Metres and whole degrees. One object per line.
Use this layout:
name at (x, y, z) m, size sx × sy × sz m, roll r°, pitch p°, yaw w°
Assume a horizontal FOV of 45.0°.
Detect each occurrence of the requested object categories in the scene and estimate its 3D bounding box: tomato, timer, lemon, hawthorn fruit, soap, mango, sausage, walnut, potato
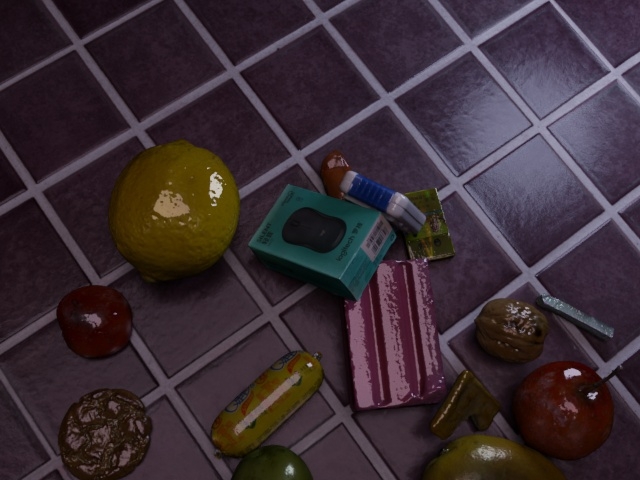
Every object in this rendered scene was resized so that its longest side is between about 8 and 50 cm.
tomato at (-0.548, 0.186, 1.864) m, size 0.173 × 0.099 × 0.189 m, roll -19°, pitch 74°, yaw -9°
timer at (0.154, -0.085, 1.920) m, size 0.178 × 0.253 × 0.078 m, roll 28°, pitch 90°, yaw 22°
lemon at (-0.348, -0.071, 1.859) m, size 0.336 × 0.336 × 0.336 m, roll 2°, pitch 73°, yaw -5°
hawthorn fruit at (0.570, 0.392, 1.836) m, size 0.235 × 0.263 × 0.231 m, roll -35°, pitch 35°, yaw -9°
soap at (0.172, 0.233, 1.902) m, size 0.233 × 0.128 × 0.359 m, roll -4°, pitch 73°, yaw -5°
mango at (0.414, 0.585, 1.787) m, size 0.365 × 0.182 × 0.253 m, roll 10°, pitch 71°, yaw -2°
sausage at (0.050, -0.147, 2.036) m, size 0.089 × 0.089 × 0.179 m, roll -9°, pitch 71°, yaw -8°
walnut at (0.471, 0.223, 1.926) m, size 0.184 × 0.155 × 0.155 m, roll 17°, pitch 72°, yaw -5°
potato at (-0.111, 0.612, 1.715) m, size 0.216 × 0.216 × 0.304 m, roll 9°, pitch 76°, yaw -2°
sausage at (-0.123, 0.384, 1.830) m, size 0.347 × 0.123 × 0.123 m, roll -42°, pitch 81°, yaw -15°

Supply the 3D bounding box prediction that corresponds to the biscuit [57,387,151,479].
biscuit at (-0.507, 0.457, 1.815) m, size 0.226 × 0.042 × 0.226 m, roll 2°, pitch 72°, yaw -5°

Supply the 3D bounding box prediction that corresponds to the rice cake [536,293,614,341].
rice cake at (0.658, 0.198, 2.003) m, size 0.211 × 0.043 × 0.034 m, roll 28°, pitch 68°, yaw 3°

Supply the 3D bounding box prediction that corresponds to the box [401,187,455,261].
box at (0.272, -0.036, 2.046) m, size 0.121 × 0.030 × 0.193 m, roll -11°, pitch 73°, yaw -8°

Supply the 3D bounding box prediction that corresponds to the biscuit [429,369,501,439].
biscuit at (0.353, 0.420, 1.864) m, size 0.183 × 0.039 × 0.174 m, roll 41°, pitch 72°, yaw -33°

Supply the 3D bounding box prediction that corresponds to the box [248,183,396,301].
box at (0.000, 0.000, 1.888) m, size 0.311 × 0.118 × 0.205 m, roll 20°, pitch 67°, yaw 37°
